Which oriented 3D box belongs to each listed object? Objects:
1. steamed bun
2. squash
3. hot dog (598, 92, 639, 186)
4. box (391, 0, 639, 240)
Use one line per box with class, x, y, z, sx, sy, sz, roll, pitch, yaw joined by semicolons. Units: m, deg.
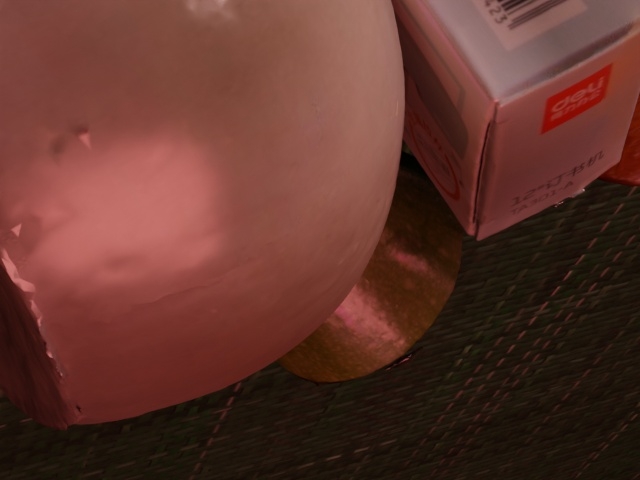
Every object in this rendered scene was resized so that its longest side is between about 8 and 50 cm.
steamed bun;-0.100;-0.093;0.762;0.206;0.324;0.324;-39;163;-17
squash;0.000;0.000;1.286;0.170;0.170;0.123;-30;146;18
hot dog;0.150;-0.145;1.047;0.223;0.185;0.405;-31;156;18
box;0.029;-0.142;0.822;0.079;0.269;0.135;-28;160;-12
